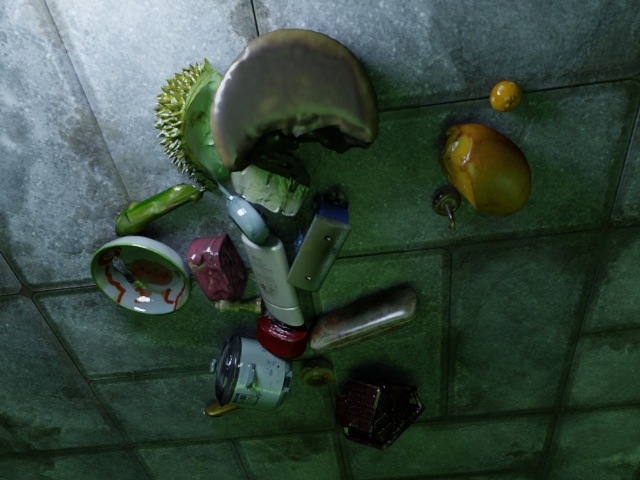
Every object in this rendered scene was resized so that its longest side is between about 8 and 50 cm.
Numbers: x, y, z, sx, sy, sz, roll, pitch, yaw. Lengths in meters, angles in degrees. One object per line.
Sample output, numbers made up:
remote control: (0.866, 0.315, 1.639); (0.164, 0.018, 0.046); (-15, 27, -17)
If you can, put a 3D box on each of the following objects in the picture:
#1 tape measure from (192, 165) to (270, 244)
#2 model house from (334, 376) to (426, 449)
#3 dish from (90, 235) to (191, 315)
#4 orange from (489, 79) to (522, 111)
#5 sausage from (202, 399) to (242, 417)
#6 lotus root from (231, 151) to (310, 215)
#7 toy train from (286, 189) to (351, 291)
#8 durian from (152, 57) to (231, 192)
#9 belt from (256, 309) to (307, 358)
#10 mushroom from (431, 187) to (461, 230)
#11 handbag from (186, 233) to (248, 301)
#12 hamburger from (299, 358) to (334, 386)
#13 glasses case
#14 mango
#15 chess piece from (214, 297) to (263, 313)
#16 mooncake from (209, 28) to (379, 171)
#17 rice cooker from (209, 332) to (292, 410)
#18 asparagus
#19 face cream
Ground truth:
tape measure: (-0.238, -0.108, 1.380); (0.084, 0.164, 0.330); (-45, 144, -14)
model house: (0.204, 0.650, 1.978); (0.317, 0.297, 0.282); (-3, 127, 50)
dish: (-0.569, 0.095, 1.593); (0.324, 0.124, 0.324); (4, 130, 5)
orange: (0.490, -0.381, 1.280); (0.083, 0.070, 0.083); (-3, 129, -3)
sausage: (-0.345, 0.683, 2.050); (0.371, 0.082, 0.082); (-24, 123, 17)
lotus root: (-0.139, -0.174, 1.377); (0.235, 0.138, 0.119); (26, 130, 4)
toy train: (0.000, 0.000, 1.473); (0.131, 0.202, 0.300); (18, 126, -10)
durian: (-0.343, -0.299, 1.337); (0.198, 0.163, 0.394); (-31, 136, -27)
belt: (-0.140, 0.340, 1.746); (0.201, 0.128, 0.124); (23, 130, 23)
mushroom: (0.386, -0.093, 1.483); (0.088, 0.073, 0.129); (-7, 93, -12)
handbag: (-0.328, 0.089, 1.572); (0.135, 0.146, 0.225); (-9, 126, 13)
hamburger: (-0.013, 0.535, 1.940); (0.126, 0.081, 0.141); (-36, 120, 23)
glasses case: (0.147, 0.282, 1.709); (0.425, 0.156, 0.098); (-23, 122, 16)
mango: (0.476, -0.180, 1.361); (0.350, 0.201, 0.199); (31, 150, -30)
chess piece: (-0.292, 0.235, 1.735); (0.172, 0.060, 0.060); (0, 126, 3)
mooncake: (-0.055, -0.312, 1.207); (0.394, 0.246, 0.393); (30, 106, -16)
rice cooker: (-0.262, 0.489, 1.792); (0.316, 0.316, 0.264); (14, 82, -10)
asparagus: (-0.486, -0.105, 1.465); (0.343, 0.085, 0.082); (-26, 136, 19)
face cream: (-0.155, 0.130, 1.613); (0.173, 0.081, 0.348); (20, 137, 36)
